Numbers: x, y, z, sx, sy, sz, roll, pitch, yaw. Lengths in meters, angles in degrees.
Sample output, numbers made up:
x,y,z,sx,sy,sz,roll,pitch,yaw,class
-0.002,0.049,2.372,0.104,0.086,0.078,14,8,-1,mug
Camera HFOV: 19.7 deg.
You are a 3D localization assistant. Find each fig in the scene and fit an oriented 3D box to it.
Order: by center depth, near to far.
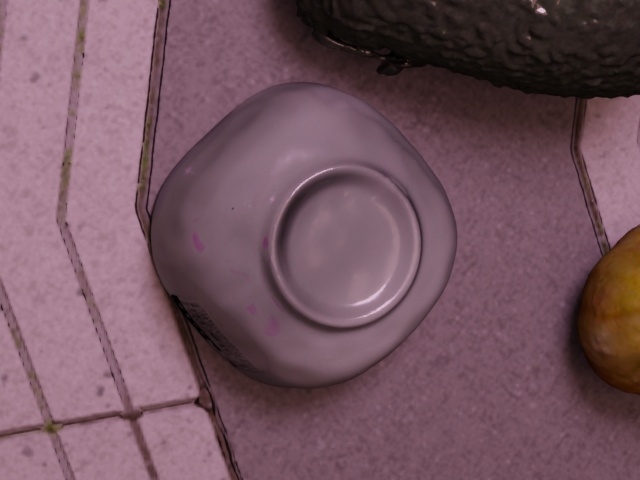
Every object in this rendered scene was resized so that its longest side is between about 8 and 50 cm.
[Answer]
x,y,z,sx,sy,sz,roll,pitch,yaw,class
0.318,0.051,1.554,0.159,0.257,0.159,3,80,-14,fig

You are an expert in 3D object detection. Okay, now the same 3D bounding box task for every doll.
x,y,z,sx,sy,sz,roll,pitch,yaw,class
0.151,-0.239,1.481,0.349,0.247,0.247,2,94,-6,doll

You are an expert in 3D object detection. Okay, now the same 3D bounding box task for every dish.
x,y,z,sx,sy,sz,roll,pitch,yaw,class
0.000,0.000,1.496,0.256,0.117,0.256,-2,94,-21,dish
